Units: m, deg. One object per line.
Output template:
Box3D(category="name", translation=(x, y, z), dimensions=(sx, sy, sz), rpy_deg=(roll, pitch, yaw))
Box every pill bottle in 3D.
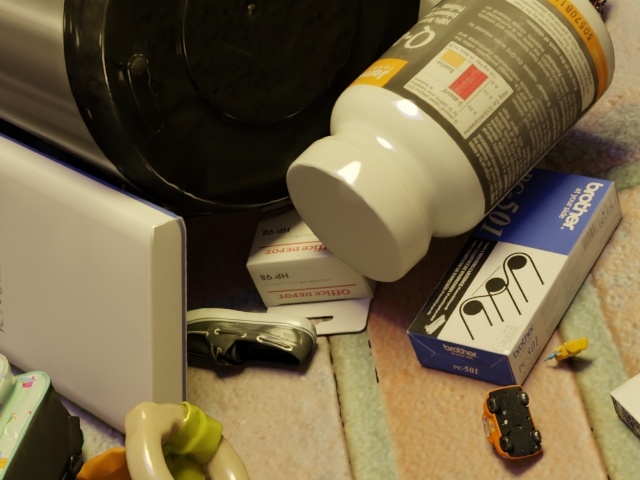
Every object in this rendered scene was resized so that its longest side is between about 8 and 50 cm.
Box3D(category="pill bottle", translation=(0.110, -0.103, 1.476), dimensions=(0.162, 0.162, 0.278), rpy_deg=(24, 59, 41))

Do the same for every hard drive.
Box3D(category="hard drive", translation=(-0.233, 0.031, 1.525), dimensions=(0.040, 0.210, 0.319), rpy_deg=(-20, 31, -40))

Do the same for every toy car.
Box3D(category="toy car", translation=(0.173, 0.129, 1.371), dimensions=(0.122, 0.060, 0.040), rpy_deg=(-29, -7, -32))

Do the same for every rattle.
Box3D(category="rattle", translation=(-0.120, 0.235, 1.356), dimensions=(0.143, 0.130, 0.199), rpy_deg=(-29, 66, 10))

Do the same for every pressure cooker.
Box3D(category="pressure cooker", translation=(-0.160, -0.242, 1.584), dimensions=(0.375, 0.370, 0.420), rpy_deg=(-45, 41, -19))

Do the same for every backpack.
Box3D(category="backpack", translation=(-0.315, 0.186, 1.442), dimensions=(0.188, 0.144, 0.166), rpy_deg=(-14, 38, 27))

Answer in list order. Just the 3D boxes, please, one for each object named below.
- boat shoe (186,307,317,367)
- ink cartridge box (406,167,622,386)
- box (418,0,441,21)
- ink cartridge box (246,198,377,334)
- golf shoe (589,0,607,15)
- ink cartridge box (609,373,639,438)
Box3D(category="boat shoe", translation=(-0.074, 0.088, 1.507), dimensions=(0.142, 0.049, 0.040), rpy_deg=(-2, 45, 20))
Box3D(category="ink cartridge box", translation=(0.167, 0.026, 1.464), dimensions=(0.097, 0.046, 0.207), rpy_deg=(12, 51, 33))
Box3D(category="box", translation=(0.096, -0.210, 1.683), dimensions=(0.101, 0.087, 0.102), rpy_deg=(-37, 18, 33))
Box3D(category="ink cartridge box", translation=(0.000, 0.000, 1.558), dimensions=(0.104, 0.060, 0.180), rpy_deg=(-6, 43, 19))
Box3D(category="golf shoe", translation=(0.199, -0.206, 1.684), dimensions=(0.186, 0.067, 0.086), rpy_deg=(-41, 41, -19))
Box3D(category="ink cartridge box", translation=(0.276, 0.139, 1.303), dimensions=(0.063, 0.029, 0.115), rpy_deg=(-30, 42, -9))
